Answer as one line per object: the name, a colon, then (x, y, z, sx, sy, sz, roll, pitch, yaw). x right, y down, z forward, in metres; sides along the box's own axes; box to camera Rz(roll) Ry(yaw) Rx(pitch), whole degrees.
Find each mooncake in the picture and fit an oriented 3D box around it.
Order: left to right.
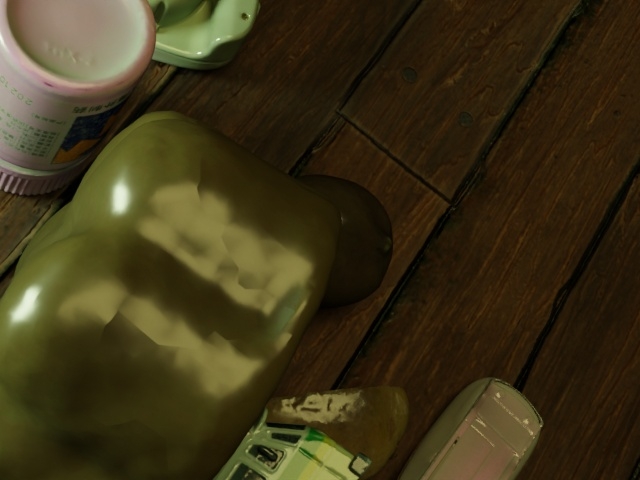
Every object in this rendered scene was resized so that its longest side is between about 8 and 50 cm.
mooncake: (-0.191, 0.082, 1.420, 0.262, 0.467, 0.467, 35, 59, -10)

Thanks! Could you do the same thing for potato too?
potato: (0.010, 0.233, 1.649, 0.261, 0.100, 0.120, -3, 70, -25)

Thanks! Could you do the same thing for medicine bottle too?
medicine bottle: (-0.304, -0.179, 1.569, 0.178, 0.291, 0.178, 9, 66, -20)

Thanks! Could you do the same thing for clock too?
clock: (-0.233, -0.371, 1.787, 0.324, 0.108, 0.265, 12, 65, -19)

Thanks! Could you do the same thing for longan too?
longan: (0.000, 0.000, 1.704, 0.189, 0.189, 0.189, 9, 66, -21)

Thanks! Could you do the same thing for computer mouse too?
computer mouse: (0.181, 0.278, 1.731, 0.126, 0.056, 0.245, 42, 58, -4)

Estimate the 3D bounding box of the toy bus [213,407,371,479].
toy bus: (-0.079, 0.317, 1.524, 0.165, 0.133, 0.276, 34, 75, -1)
